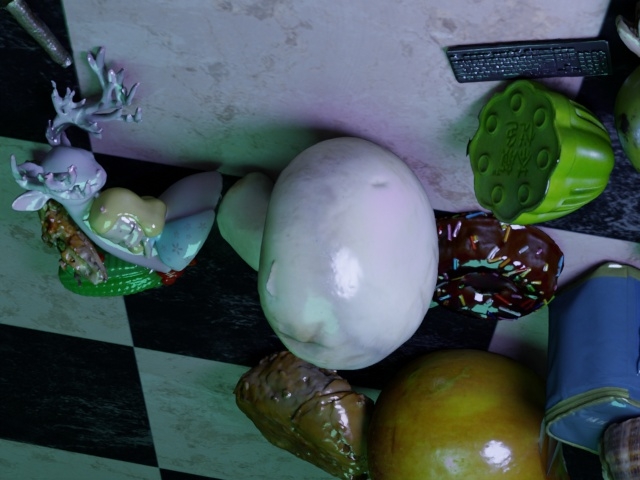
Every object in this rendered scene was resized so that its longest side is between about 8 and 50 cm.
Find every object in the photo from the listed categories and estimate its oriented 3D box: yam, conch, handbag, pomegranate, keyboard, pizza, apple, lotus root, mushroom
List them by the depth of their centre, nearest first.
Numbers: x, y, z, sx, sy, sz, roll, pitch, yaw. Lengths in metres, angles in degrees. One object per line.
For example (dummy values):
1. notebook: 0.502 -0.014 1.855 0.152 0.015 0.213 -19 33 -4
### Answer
1. pomegranate: 0.412 -0.170 1.408 0.187 0.187 0.225 -17 113 38
2. keyboard: 0.256 -0.216 1.516 0.196 0.015 0.074 0 148 20
3. lotus root: 0.305 -0.104 1.568 0.186 0.186 0.186 9 149 5
4. yam: -0.371 -0.272 1.621 0.033 0.027 0.129 -36 136 0
5. mushroom: 0.035 -0.002 1.715 0.315 0.356 0.315 -5 128 -6
6. conch: 0.514 0.355 1.764 0.210 0.159 0.291 28 146 -31
7. handbag: 0.474 0.196 1.898 0.263 0.241 0.222 26 145 -23
8. pizza: -0.397 -0.016 1.906 0.069 0.226 0.147 -28 174 -10
9. apple: 0.276 0.363 2.190 0.374 0.374 0.384 -7 174 28

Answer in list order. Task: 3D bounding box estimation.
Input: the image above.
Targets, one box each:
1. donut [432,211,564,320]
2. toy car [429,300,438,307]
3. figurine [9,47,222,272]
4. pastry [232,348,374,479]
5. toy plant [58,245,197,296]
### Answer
1. donut: 0.252 0.048 1.882 0.235 0.089 0.235 8 151 4
2. toy car: 0.130 0.067 1.982 0.093 0.058 0.186 -15 140 34
3. figurine: -0.289 -0.099 1.749 0.315 0.206 0.284 21 154 -28
4. pastry: -0.006 0.316 2.317 0.311 0.162 0.255 26 152 27
5. toy plant: -0.323 0.050 2.086 0.240 0.088 0.154 0 161 -1
